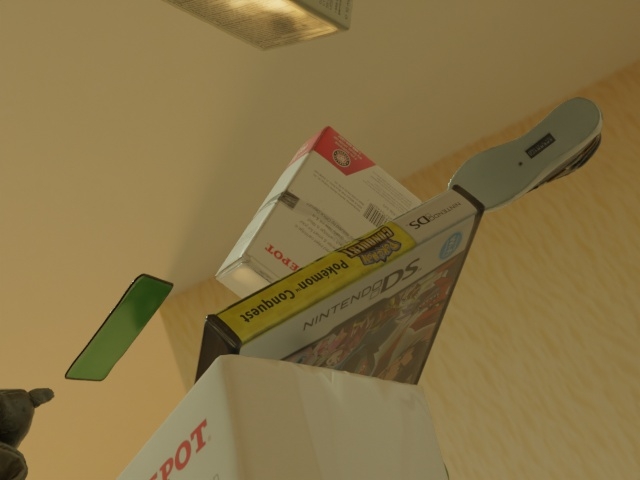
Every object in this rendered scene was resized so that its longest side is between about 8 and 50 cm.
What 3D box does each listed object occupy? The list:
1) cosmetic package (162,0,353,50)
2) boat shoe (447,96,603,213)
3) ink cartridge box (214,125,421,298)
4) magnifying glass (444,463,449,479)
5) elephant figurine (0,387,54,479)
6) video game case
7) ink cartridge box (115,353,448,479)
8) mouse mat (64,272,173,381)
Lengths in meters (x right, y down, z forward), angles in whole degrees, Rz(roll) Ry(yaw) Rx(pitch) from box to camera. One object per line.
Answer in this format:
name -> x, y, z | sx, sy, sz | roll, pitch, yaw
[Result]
cosmetic package -> -0.107, -0.332, 1.262 | 0.153, 0.129, 0.296 | -3, -14, 39
boat shoe -> 0.224, -0.077, 1.199 | 0.183, 0.065, 0.083 | -33, -22, 7
ink cartridge box -> 0.000, 0.000, 1.337 | 0.158, 0.218, 0.092 | 39, -32, -12
magnifying glass -> 0.070, 0.235, 0.881 | 0.092, 0.026, 0.231 | -4, -63, 27
elephant figurine -> -0.558, 0.364, 1.831 | 0.186, 0.239, 0.169 | -1, -5, 11
video game case -> 0.001, 0.108, 0.855 | 0.248, 0.035, 0.275 | -28, -34, -37
ink cartridge box -> -0.025, 0.244, 0.527 | 0.131, 0.306, 0.226 | 14, -47, -32
mouse mat -> -0.295, 0.131, 1.656 | 0.189, 0.007, 0.152 | -52, -14, 0
